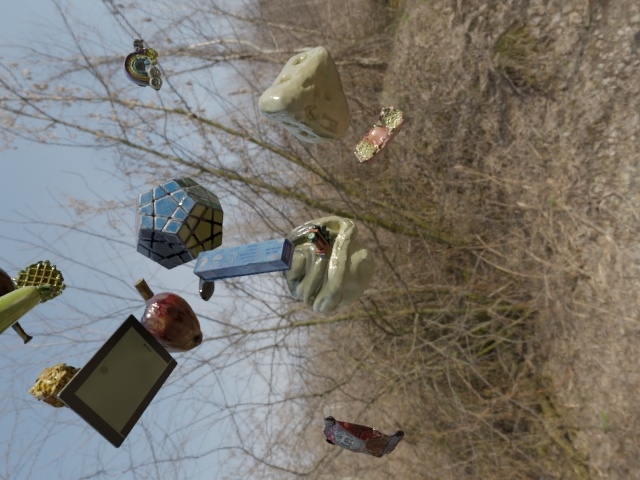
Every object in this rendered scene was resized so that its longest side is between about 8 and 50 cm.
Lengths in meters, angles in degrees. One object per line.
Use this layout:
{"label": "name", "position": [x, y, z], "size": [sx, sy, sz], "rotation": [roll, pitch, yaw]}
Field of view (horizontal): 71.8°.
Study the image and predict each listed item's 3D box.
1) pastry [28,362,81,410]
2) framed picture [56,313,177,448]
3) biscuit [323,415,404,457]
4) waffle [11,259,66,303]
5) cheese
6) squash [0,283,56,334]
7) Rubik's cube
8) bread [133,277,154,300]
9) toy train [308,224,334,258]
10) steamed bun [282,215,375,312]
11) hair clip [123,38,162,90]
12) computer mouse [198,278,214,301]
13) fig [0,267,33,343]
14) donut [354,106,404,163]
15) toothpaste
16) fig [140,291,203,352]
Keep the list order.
{"label": "pastry", "position": [-0.792, 0.484, 1.424], "size": [0.102, 0.154, 0.250], "rotation": [50, 176, 41]}
{"label": "framed picture", "position": [-0.644, 0.452, 1.455], "size": [0.265, 0.016, 0.347], "rotation": [56, -145, -23]}
{"label": "biscuit", "position": [0.116, 0.585, 1.314], "size": [0.063, 0.236, 0.151], "rotation": [-69, -7, -49]}
{"label": "waffle", "position": [-1.163, 0.175, 1.826], "size": [0.169, 0.184, 0.036], "rotation": [62, 164, -6]}
{"label": "cheese", "position": [-0.040, -0.358, 1.215], "size": [0.251, 0.174, 0.247], "rotation": [-55, -52, -37]}
{"label": "squash", "position": [-0.812, 0.182, 1.173], "size": [0.224, 0.094, 0.094], "rotation": [-42, -47, -41]}
{"label": "Rubik's cube", "position": [-0.477, -0.060, 1.485], "size": [0.264, 0.319, 0.318], "rotation": [88, 176, -70]}
{"label": "bread", "position": [-0.638, 0.178, 1.595], "size": [0.047, 0.036, 0.083], "rotation": [-68, -36, -50]}
{"label": "toy train", "position": [0.000, 0.000, 1.239], "size": [0.103, 0.044, 0.064], "rotation": [53, -128, -42]}
{"label": "steamed bun", "position": [-0.005, 0.073, 1.557], "size": [0.247, 0.339, 0.352], "rotation": [20, -130, -45]}
{"label": "hair clip", "position": [-0.595, -0.581, 1.469], "size": [0.049, 0.116, 0.172], "rotation": [142, 119, -79]}
{"label": "computer mouse", "position": [-0.510, 0.204, 1.997], "size": [0.172, 0.057, 0.099], "rotation": [-101, -1, -54]}
{"label": "fig", "position": [-0.997, 0.193, 1.367], "size": [0.290, 0.190, 0.190], "rotation": [36, -158, -18]}
{"label": "donut", "position": [0.155, -0.275, 1.173], "size": [0.065, 0.166, 0.117], "rotation": [43, -172, 7]}
{"label": "toothpaste", "position": [-0.193, 0.051, 1.093], "size": [0.053, 0.272, 0.066], "rotation": [48, -139, -45]}
{"label": "fig", "position": [-0.594, 0.335, 1.742], "size": [0.263, 0.224, 0.224], "rotation": [58, -167, -22]}
